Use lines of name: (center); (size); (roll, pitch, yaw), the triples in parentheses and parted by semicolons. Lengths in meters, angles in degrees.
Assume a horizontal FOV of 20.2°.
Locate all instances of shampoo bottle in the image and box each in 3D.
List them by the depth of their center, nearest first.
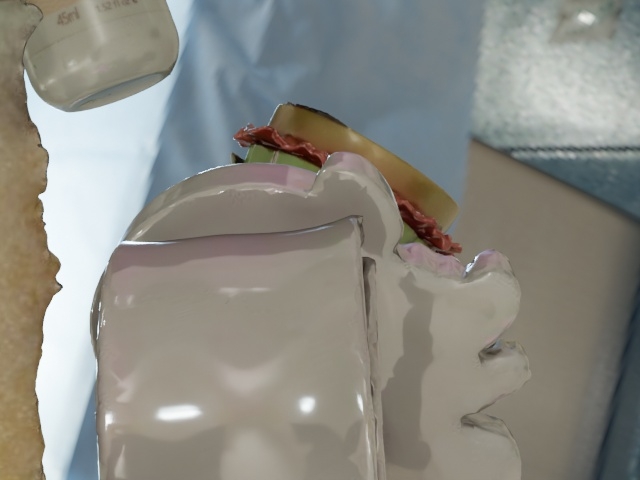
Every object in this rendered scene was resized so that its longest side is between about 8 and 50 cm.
shampoo bottle: (-0.127, -0.158, 0.837); (0.074, 0.074, 0.192); (-22, 87, 43)

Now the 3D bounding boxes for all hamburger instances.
hamburger: (-0.002, -0.001, 1.204); (0.175, 0.175, 0.137); (25, 80, 52)

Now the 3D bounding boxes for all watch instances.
watch: (0.000, 0.102, 0.758); (0.231, 0.196, 0.244); (-93, -4, -61)

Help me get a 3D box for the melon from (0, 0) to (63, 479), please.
melon: (-0.104, 0.032, 0.412); (0.054, 0.098, 0.182); (-102, 10, -74)
